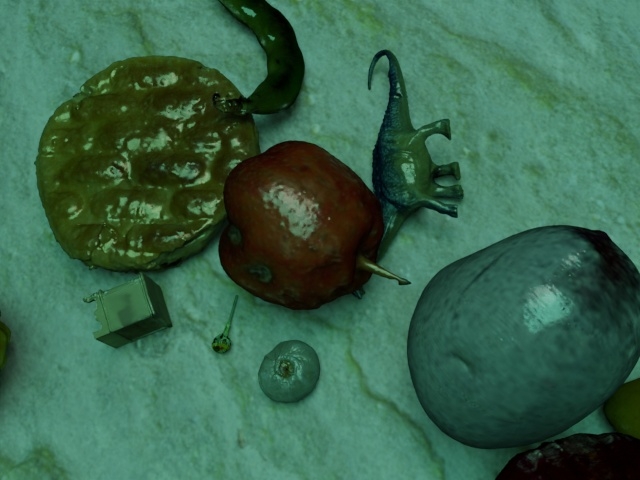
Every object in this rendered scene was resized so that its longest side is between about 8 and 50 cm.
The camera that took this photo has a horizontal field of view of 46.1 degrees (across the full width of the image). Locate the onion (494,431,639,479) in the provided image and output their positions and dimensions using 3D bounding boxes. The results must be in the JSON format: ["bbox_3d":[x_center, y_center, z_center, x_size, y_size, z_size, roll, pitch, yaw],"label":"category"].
[{"bbox_3d":[0.256,0.305,0.765,0.206,0.216,0.206,-7,75,2],"label":"onion"}]

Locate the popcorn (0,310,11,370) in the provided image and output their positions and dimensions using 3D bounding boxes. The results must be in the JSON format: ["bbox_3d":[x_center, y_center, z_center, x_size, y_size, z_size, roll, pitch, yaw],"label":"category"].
[{"bbox_3d":[-0.513,0.133,0.922,0.249,0.249,0.225,34,94,16],"label":"popcorn"}]

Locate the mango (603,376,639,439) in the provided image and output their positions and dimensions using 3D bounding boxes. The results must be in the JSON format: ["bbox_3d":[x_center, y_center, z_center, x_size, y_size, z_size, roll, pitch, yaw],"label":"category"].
[{"bbox_3d":[0.419,0.197,0.864,0.163,0.089,0.111,-26,58,7],"label":"mango"}]

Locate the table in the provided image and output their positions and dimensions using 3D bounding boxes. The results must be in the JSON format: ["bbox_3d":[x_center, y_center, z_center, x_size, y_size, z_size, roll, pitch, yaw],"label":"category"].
[{"bbox_3d":[-0.250,0.092,0.979,0.083,0.079,0.062,-23,70,-1],"label":"table"}]

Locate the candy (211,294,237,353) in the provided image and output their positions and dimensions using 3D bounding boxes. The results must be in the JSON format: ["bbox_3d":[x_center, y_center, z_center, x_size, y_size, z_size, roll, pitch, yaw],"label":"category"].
[{"bbox_3d":[-0.123,0.110,0.992,0.023,0.025,0.083,21,62,-16],"label":"candy"}]

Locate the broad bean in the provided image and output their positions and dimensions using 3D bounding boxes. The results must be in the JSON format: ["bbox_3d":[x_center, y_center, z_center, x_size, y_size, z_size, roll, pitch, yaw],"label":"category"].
[{"bbox_3d":[-0.091,-0.280,1.090,0.144,0.049,0.291,10,52,-23],"label":"broad bean"}]

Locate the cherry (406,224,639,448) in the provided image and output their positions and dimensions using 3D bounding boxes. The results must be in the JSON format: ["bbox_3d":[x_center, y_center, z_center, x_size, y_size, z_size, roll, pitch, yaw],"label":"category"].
[{"bbox_3d":[0.220,0.105,0.829,0.255,0.296,0.218,-17,68,-31],"label":"cherry"}]

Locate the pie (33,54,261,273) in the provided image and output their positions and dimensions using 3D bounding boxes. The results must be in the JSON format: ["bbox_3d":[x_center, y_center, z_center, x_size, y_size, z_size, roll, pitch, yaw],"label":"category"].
[{"bbox_3d":[-0.241,-0.112,1.055,0.340,0.083,0.339,-3,68,7],"label":"pie"}]

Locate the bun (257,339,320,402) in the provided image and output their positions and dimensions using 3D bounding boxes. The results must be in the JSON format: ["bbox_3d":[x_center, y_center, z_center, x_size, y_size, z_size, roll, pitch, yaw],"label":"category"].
[{"bbox_3d":[-0.040,0.165,0.946,0.083,0.045,0.083,-4,67,10],"label":"bun"}]

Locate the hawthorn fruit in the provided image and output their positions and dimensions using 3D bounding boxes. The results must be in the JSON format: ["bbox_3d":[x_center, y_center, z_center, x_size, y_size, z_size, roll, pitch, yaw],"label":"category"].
[{"bbox_3d":[0.000,0.000,0.913,0.243,0.207,0.207,27,75,21],"label":"hawthorn fruit"}]

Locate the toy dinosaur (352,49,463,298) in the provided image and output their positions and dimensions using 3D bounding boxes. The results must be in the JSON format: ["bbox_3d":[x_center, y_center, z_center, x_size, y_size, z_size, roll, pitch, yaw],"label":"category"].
[{"bbox_3d":[0.116,-0.098,1.009,0.147,0.076,0.362,0,75,19],"label":"toy dinosaur"}]
